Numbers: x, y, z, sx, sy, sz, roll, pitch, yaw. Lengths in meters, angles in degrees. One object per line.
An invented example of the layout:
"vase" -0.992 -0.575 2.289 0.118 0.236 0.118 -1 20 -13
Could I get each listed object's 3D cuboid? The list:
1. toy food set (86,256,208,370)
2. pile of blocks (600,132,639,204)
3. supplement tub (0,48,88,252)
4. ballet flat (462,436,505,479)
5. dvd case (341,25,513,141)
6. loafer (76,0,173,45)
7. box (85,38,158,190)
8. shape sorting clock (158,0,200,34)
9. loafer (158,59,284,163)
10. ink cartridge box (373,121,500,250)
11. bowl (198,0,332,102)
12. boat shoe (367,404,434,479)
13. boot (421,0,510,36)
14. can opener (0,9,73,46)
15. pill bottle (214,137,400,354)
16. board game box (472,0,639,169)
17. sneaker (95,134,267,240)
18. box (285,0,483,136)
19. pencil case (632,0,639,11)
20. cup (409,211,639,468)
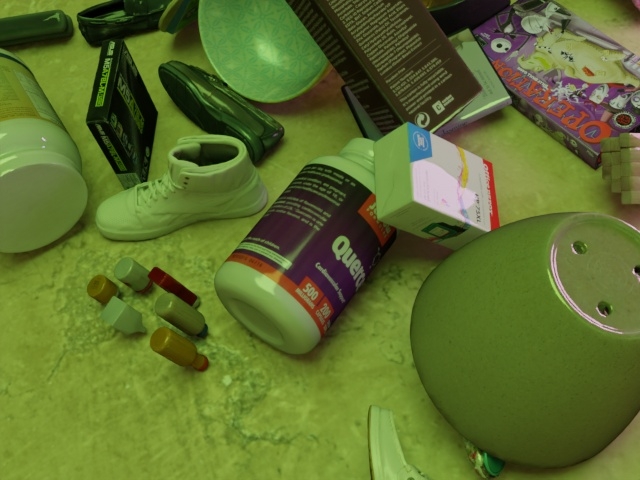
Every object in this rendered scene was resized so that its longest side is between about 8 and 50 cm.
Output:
"toy food set" -0.254 0.109 1.399 0.232 0.104 0.111 23 76 42
"pile of blocks" 0.570 -0.157 1.426 0.362 0.149 0.112 -29 14 -20
"supplement tub" -0.542 -0.154 1.519 0.228 0.228 0.316 -30 58 -11
"ballet flat" 0.230 0.218 1.248 0.077 0.091 0.241 -11 45 39
"dvd case" 0.179 -0.252 1.557 0.253 0.022 0.180 -25 60 4
"loafer" -0.368 -0.452 1.774 0.223 0.078 0.076 -21 57 -5
"box" -0.335 -0.212 1.545 0.045 0.191 0.184 -3 56 10
"shape sorting clock" -0.227 -0.467 1.700 0.040 0.206 0.206 46 72 0
"loafer" -0.176 -0.238 1.603 0.084 0.096 0.267 -38 67 -26
"ink cartridge box" 0.189 -0.068 1.340 0.078 0.231 0.134 -30 52 44
"bowl" -0.060 -0.396 1.621 0.289 0.289 0.156 24 21 23
"boat shoe" 0.119 0.344 1.166 0.096 0.098 0.277 -11 65 2
"boot" 0.190 -0.473 1.711 0.264 0.096 0.280 -24 49 3
"can opener" -0.632 -0.398 1.800 0.280 0.074 0.093 -12 90 3
"pill bottle" 0.000 0.000 1.355 0.181 0.181 0.323 28 66 24
"board game box" 0.419 -0.288 1.557 0.208 0.056 0.347 -38 59 -10
"sneaker" -0.246 -0.096 1.468 0.292 0.169 0.108 -13 58 3
"box" 0.069 -0.339 1.401 0.143 0.191 0.381 -39 100 -3
"pencil case" 0.527 -0.570 1.658 0.160 0.167 0.386 -49 56 19
"cup" 0.309 0.096 1.145 0.331 0.237 0.331 8 59 -13
